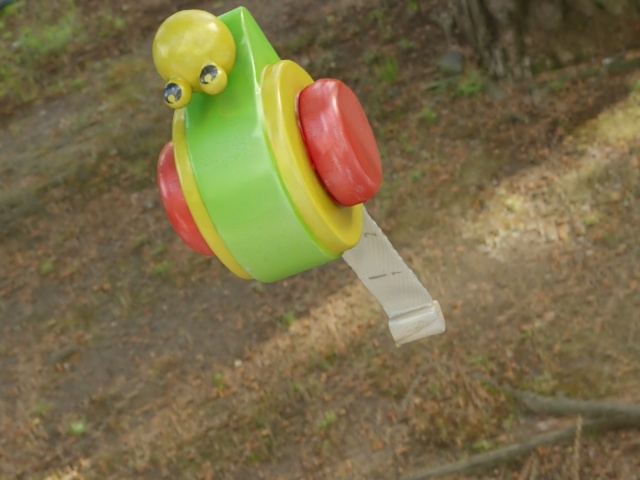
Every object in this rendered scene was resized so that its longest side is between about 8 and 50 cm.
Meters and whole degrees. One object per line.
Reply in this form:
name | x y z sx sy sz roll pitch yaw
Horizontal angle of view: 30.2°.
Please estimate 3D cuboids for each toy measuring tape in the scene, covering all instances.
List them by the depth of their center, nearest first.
toy measuring tape | 0.000 0.000 0.681 0.121 0.330 0.121 -17 47 19
